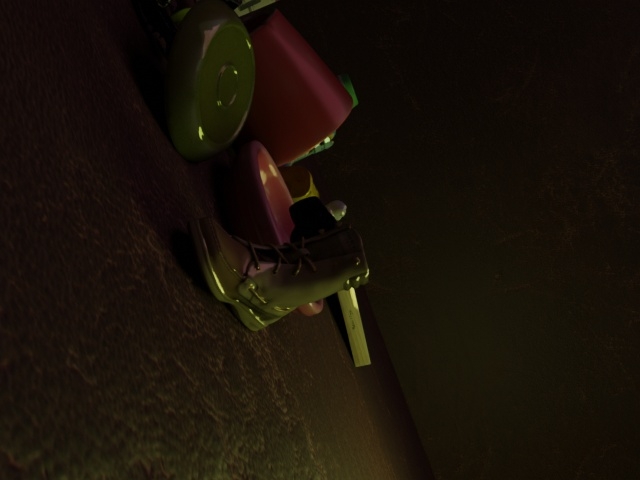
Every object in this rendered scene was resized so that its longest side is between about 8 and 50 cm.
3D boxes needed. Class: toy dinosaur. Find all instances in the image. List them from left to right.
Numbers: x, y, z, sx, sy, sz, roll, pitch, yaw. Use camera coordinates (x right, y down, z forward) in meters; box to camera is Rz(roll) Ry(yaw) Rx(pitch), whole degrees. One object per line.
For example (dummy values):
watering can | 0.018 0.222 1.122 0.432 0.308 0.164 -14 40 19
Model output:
toy dinosaur | -0.251 -0.409 0.977 0.218 0.164 0.322 51 31 -21

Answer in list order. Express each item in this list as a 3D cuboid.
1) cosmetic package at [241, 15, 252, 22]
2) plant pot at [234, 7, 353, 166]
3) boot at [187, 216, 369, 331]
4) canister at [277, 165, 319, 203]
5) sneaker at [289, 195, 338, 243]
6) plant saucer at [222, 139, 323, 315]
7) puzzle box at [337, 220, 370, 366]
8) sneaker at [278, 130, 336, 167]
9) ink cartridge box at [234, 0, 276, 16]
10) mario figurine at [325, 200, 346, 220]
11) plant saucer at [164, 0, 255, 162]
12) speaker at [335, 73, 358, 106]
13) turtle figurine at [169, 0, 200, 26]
cosmetic package | -0.184 -0.459 1.639 0.231 0.117 0.086 51 18 -68
plant pot | -0.107 -0.319 1.305 0.243 0.275 0.275 54 13 -28
boot | -0.045 0.023 0.843 0.262 0.203 0.095 63 8 -55
canister | -0.071 -0.112 1.440 0.170 0.126 0.073 50 39 -78
sneaker | 0.000 0.000 1.104 0.235 0.084 0.097 -98 167 -65
plant saucer | -0.090 -0.014 1.149 0.332 0.084 0.332 -20 90 -85
puzzle box | 0.075 0.145 1.925 0.272 0.052 0.409 -99 176 -58
sneaker | -0.062 -0.248 1.581 0.319 0.208 0.127 -91 161 -69
ink cartridge box | -0.218 -0.772 1.886 0.092 0.217 0.159 -90 159 -58
mario figurine | 0.006 0.024 1.478 0.320 0.170 0.198 -73 144 -82
plant saucer | -0.151 -0.231 0.939 0.241 0.037 0.241 13 90 -75
speaker | -0.027 -0.461 2.154 0.131 0.296 0.131 -21 90 -84
turtle figurine | -0.266 -0.512 1.226 0.269 0.087 0.217 34 36 -80
